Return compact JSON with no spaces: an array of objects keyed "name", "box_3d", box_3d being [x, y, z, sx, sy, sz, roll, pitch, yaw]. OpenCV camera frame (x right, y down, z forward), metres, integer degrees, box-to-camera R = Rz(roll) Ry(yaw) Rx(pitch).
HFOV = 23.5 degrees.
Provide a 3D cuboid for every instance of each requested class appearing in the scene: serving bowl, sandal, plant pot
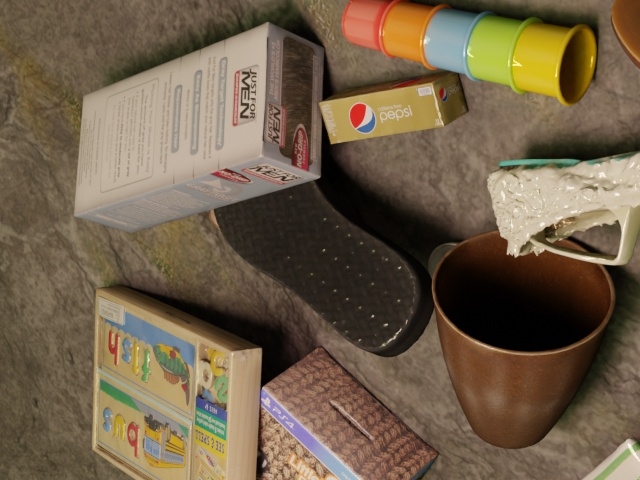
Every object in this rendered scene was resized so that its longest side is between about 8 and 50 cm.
[{"name":"serving bowl","box_3d":[0.180,0.038,1.984,0.083,0.027,0.083,16,120,31]},{"name":"sandal","box_3d":[-0.001,0.003,2.011,0.167,0.107,0.446,-53,51,13]},{"name":"plant pot","box_3d":[0.241,0.142,1.888,0.215,0.215,0.230,25,138,27]}]

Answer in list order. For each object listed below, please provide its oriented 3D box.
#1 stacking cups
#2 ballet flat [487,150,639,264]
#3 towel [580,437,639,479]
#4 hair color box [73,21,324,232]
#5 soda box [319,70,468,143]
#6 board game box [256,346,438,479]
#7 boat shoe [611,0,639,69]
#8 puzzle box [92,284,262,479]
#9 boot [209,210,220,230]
[{"name":"stacking cups","box_3d":[0.163,-0.233,1.821,0.316,0.096,0.096,16,120,32]},{"name":"ballet flat","box_3d":[0.362,-0.039,1.722,0.409,0.147,0.147,-5,108,47]},{"name":"towel","box_3d":[0.410,0.423,1.875,0.325,0.038,0.248,64,151,23]},{"name":"hair color box","box_3d":[-0.167,-0.142,2.060,0.374,0.113,0.185,-14,67,42]},{"name":"soda box","box_3d":[0.090,-0.167,1.934,0.181,0.061,0.058,-5,108,39]},{"name":"board game box","box_3d":[-0.012,0.344,2.205,0.232,0.141,0.291,41,130,15]},{"name":"boat shoe","box_3d":[0.394,-0.185,1.683,0.207,0.073,0.073,49,172,17]},{"name":"puzzle box","box_3d":[-0.220,0.240,2.256,0.409,0.052,0.272,17,109,53]},{"name":"boot","box_3d":[-0.127,-0.063,2.169,0.118,0.042,0.087,45,129,12]}]
